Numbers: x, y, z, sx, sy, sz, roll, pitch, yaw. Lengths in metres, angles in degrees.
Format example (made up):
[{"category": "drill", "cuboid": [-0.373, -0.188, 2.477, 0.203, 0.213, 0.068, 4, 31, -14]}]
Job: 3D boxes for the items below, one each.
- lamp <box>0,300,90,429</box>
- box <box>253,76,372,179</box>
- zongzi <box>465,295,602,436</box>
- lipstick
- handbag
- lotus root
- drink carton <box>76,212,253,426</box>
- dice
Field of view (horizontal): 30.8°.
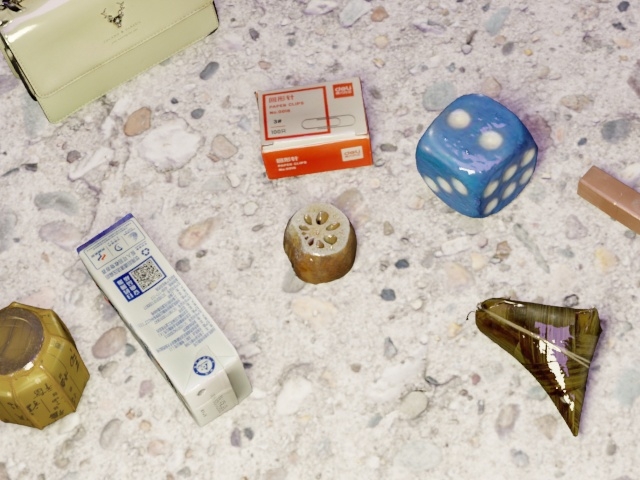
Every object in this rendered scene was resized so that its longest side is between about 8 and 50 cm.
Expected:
[{"category": "lamp", "cuboid": [-0.423, 0.183, 1.682, 0.161, 0.185, 0.161, -3, 62, 6]}, {"category": "box", "cuboid": [-0.012, -0.186, 1.896, 0.182, 0.099, 0.133, -6, 57, 3]}, {"category": "zongzi", "cuboid": [0.293, 0.174, 1.658, 0.187, 0.084, 0.184, 8, 71, 20]}, {"category": "lipstick", "cuboid": [0.466, -0.056, 1.784, 0.145, 0.045, 0.045, 37, 72, 24]}, {"category": "handbag", "cuboid": [-0.369, -0.387, 1.987, 0.359, 0.236, 0.160, -33, 58, -12]}, {"category": "lotus root", "cuboid": [0.003, -0.001, 1.802, 0.112, 0.081, 0.122, -20, 59, -13]}, {"category": "drink carton", "cuboid": [-0.232, 0.118, 1.726, 0.107, 0.130, 0.315, -35, 62, -11]}, {"category": "dice", "cuboid": [0.241, -0.131, 1.802, 0.143, 0.146, 0.146, -42, 63, -15]}]
